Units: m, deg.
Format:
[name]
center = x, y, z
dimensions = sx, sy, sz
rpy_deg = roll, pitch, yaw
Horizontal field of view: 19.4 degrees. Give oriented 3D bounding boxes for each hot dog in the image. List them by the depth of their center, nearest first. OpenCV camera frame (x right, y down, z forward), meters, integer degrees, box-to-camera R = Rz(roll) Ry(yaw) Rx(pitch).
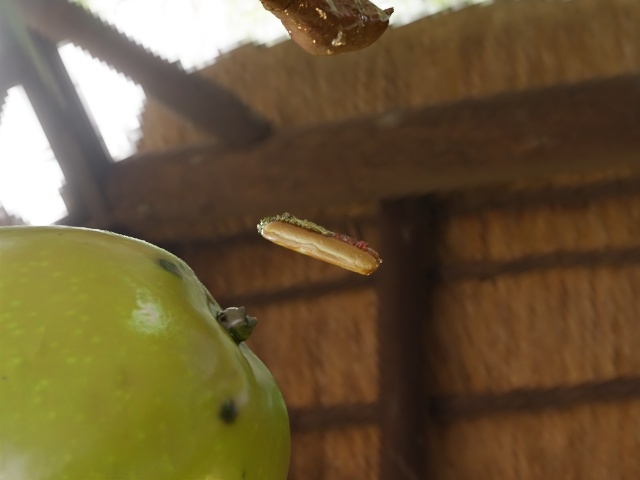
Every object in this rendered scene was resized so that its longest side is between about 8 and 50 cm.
[hot dog]
center = 0.000, 0.000, 1.197
dimensions = 0.083, 0.021, 0.037
rpy_deg = 20, -169, 3

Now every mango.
[mango]
center = -0.151, 0.092, 0.634
dimensions = 0.293, 0.143, 0.175
rpy_deg = -20, -133, 10

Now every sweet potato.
[sweet potato]
center = -0.008, -0.200, 1.685
dimensions = 0.068, 0.068, 0.226
rpy_deg = -8, 174, 34
